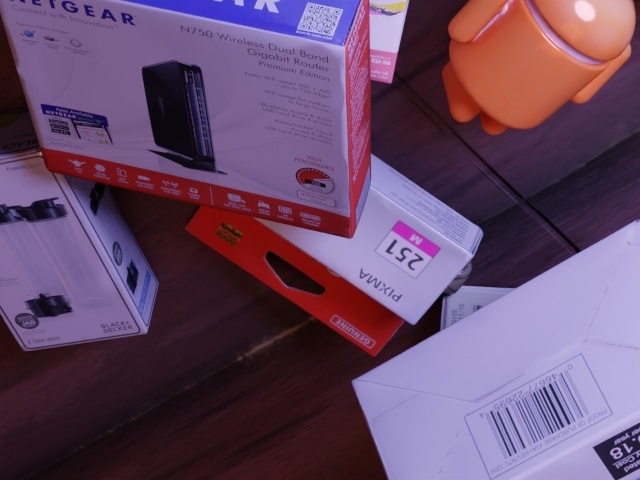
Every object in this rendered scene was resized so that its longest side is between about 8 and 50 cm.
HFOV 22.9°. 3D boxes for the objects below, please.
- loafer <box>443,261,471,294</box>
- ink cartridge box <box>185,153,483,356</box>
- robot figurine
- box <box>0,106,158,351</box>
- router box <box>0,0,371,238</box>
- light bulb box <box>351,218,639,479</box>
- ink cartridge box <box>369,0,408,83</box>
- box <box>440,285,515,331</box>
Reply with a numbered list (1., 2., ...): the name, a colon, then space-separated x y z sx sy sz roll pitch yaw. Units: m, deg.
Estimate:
1. loafer: 0.097 0.041 1.796 0.148 0.056 0.050 4 127 5
2. ink cartridge box: 0.000 0.000 1.724 0.275 0.060 0.239 34 128 -3
3. robot figurine: 0.212 -0.193 1.512 0.158 0.128 0.219 45 128 -4
4. box: -0.315 -0.011 1.787 0.169 0.087 0.290 -10 131 17
5. router box: -0.122 -0.150 1.508 0.335 0.082 0.301 13 148 11
6. light bulb box: 0.286 0.231 1.675 0.358 0.225 0.361 -30 132 10
7. ink cartridge box: 0.057 -0.262 1.474 0.067 0.115 0.198 10 134 2
8. box: 0.210 0.207 1.892 0.148 0.121 0.311 4 134 4
